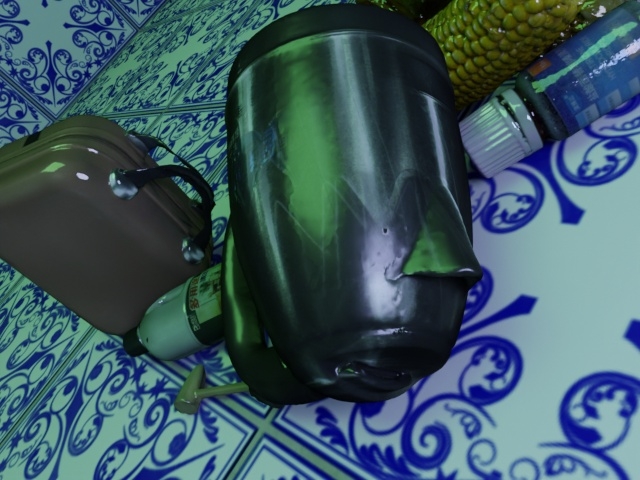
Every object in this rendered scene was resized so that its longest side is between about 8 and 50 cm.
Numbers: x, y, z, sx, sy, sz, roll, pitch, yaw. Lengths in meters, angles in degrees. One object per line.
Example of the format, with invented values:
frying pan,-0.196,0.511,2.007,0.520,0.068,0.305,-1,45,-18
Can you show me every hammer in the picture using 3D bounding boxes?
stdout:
hammer,-0.078,0.152,0.679,0.195,0.028,0.060,-15,36,32

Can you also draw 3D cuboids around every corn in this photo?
corn,0.153,-0.201,0.675,0.115,0.115,0.318,-60,16,-23

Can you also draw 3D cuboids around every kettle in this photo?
kettle,0.000,0.000,0.590,0.321,0.228,0.324,-31,52,38

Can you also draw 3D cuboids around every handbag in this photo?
handbag,-0.265,-0.026,0.829,0.283,0.302,0.149,-23,39,20

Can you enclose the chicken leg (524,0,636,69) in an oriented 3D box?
chicken leg,0.309,-0.255,0.669,0.228,0.088,0.103,-35,24,3

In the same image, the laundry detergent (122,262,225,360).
laundry detergent,-0.162,0.094,0.784,0.226,0.070,0.099,-27,57,26

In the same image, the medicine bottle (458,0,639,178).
medicine bottle,0.233,-0.142,0.614,0.203,0.083,0.083,-34,34,19

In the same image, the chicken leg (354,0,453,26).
chicken leg,0.122,-0.307,0.866,0.361,0.140,0.211,-41,25,11
